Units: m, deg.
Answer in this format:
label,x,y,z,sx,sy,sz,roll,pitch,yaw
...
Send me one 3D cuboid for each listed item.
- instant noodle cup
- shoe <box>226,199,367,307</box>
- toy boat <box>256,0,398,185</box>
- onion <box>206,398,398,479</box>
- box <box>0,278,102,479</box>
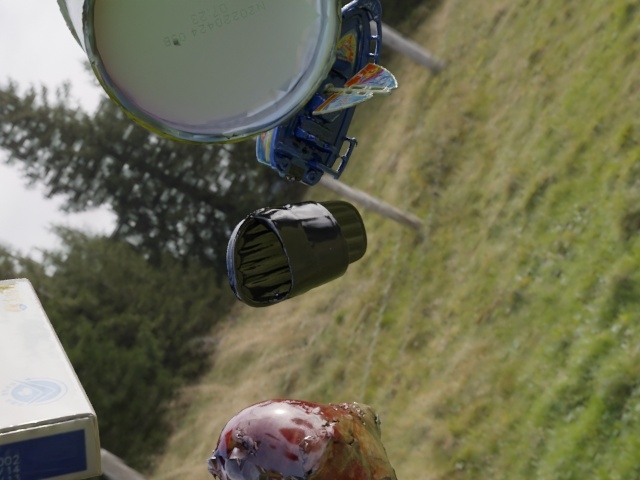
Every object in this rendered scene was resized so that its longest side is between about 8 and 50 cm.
label,x,y,z,sx,sy,sz,roll,pitch,yaw
instant noodle cup,-0.080,-0.160,0.663,0.205,0.205,0.153,-59,25,21
shoe,0.000,0.000,0.672,0.053,0.062,0.159,-12,4,33
toy boat,0.023,-0.126,0.821,0.110,0.091,0.175,18,86,45
onion,-0.003,0.202,0.884,0.147,0.184,0.184,-51,-2,-36
box,-0.339,0.130,0.920,0.343,0.200,0.065,-145,52,-59
